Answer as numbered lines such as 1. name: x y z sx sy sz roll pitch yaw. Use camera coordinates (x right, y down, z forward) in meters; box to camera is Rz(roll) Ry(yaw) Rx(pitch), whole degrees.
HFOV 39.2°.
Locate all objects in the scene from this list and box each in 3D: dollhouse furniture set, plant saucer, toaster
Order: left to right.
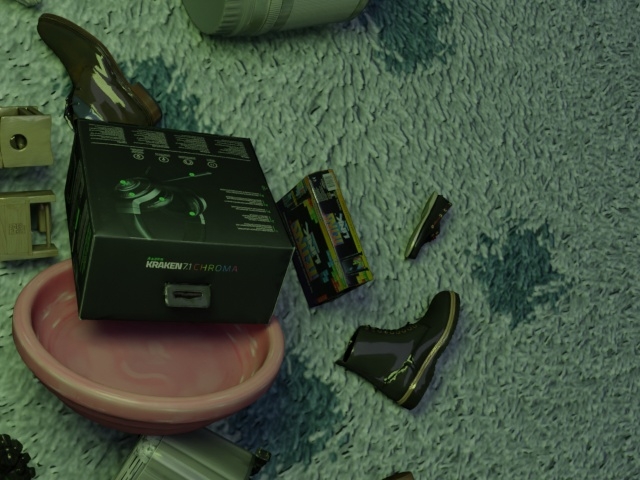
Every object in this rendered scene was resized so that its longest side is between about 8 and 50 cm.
1. dollhouse furniture set: -0.424 -0.077 1.180 0.129 0.129 0.184 -5 105 -24
2. plant saucer: -0.214 0.129 1.125 0.332 0.084 0.332 13 27 -7
3. toaster: -0.178 0.310 1.100 0.146 0.227 0.129 33 21 -5

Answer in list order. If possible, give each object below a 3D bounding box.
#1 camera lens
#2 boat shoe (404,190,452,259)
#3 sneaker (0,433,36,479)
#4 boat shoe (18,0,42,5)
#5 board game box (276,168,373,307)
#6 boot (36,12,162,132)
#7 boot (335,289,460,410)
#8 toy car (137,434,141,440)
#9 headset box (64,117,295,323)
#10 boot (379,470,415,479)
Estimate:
1. camera lens: -0.062 -0.433 1.377 0.274 0.219 0.219 -16 80 -27
2. boat shoe: 0.174 -0.020 1.444 0.042 0.049 0.133 32 59 -2
3. sneaker: -0.395 0.402 1.035 0.146 0.134 0.344 -11 83 11
4. boat shoe: -0.483 -0.374 1.266 0.184 0.066 0.063 31 78 -15
5. board game box: 0.000 0.000 1.309 0.048 0.141 0.170 -16 80 -28
6. boot: -0.335 -0.218 1.267 0.219 0.082 0.106 42 59 -8
7. boot: 0.121 0.137 1.361 0.137 0.077 0.198 30 63 -7
8. toy car: -0.216 0.218 1.195 0.040 0.060 0.122 5 76 -56
9. headset box: -0.189 -0.021 1.159 0.246 0.131 0.283 3 36 -24
10. boot: 0.074 0.423 1.247 0.197 0.073 0.152 -14 83 -24
